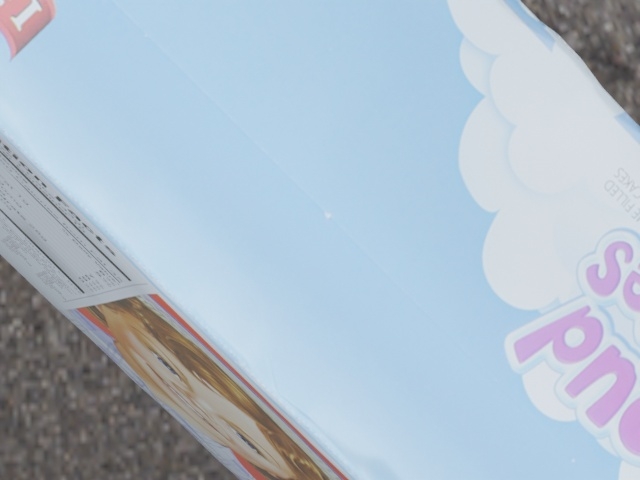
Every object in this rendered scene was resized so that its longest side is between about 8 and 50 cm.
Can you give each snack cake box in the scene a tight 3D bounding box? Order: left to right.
[{"bbox_3d":[0.000,0.000,0.391,0.264,0.152,0.089,45,76,-9],"label":"snack cake box"}]
